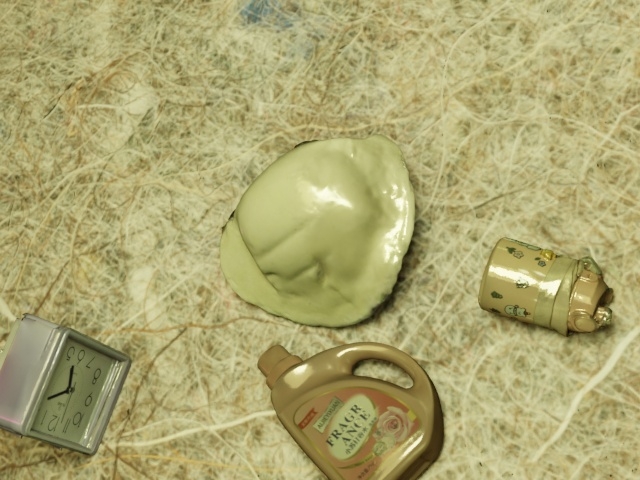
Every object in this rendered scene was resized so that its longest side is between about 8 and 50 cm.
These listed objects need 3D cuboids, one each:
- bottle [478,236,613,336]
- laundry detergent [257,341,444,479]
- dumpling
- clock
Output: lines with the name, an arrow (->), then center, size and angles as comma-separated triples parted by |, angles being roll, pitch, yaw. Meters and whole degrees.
bottle -> 0.267, 0.057, 1.429 | 0.152, 0.099, 0.099 | 16, 79, 18
laundry detergent -> 0.039, 0.189, 1.480 | 0.171, 0.076, 0.237 | -45, 61, 1
dumpling -> 0.005, -0.002, 1.531 | 0.175, 0.243, 0.227 | -23, 80, -30
clock -> -0.330, 0.185, 1.554 | 0.073, 0.193, 0.145 | 15, 79, 23
